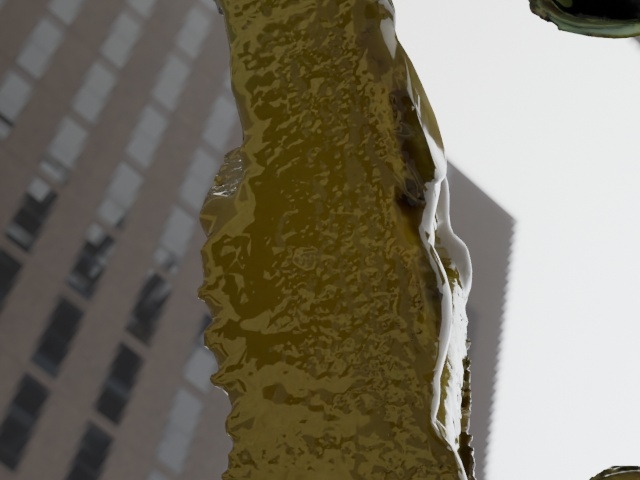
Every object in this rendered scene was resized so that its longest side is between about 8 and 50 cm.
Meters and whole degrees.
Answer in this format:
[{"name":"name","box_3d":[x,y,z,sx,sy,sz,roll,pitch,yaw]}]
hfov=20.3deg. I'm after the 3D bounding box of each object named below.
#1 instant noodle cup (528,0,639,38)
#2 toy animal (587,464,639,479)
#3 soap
[{"name":"instant noodle cup","box_3d":[0.158,-0.263,0.984,0.215,0.236,0.215,-26,-146,20]},{"name":"toy animal","box_3d":[0.135,0.123,0.679,0.136,0.181,0.073,-66,-158,7]},{"name":"soap","box_3d":[0.000,0.000,1.097,0.169,0.304,0.339,-17,-159,11]}]
